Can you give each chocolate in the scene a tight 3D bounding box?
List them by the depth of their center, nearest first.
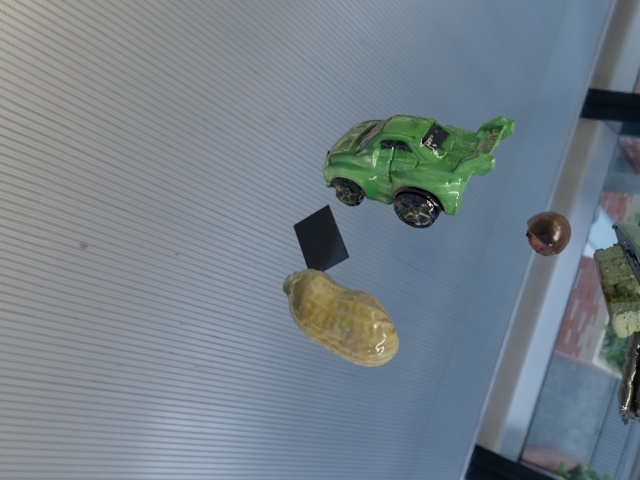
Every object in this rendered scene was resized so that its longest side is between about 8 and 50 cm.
[{"bbox_3d":[0.621,-0.015,1.415,0.133,0.124,0.127,-67,177,-72],"label":"chocolate"}]

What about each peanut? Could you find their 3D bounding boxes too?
[{"bbox_3d":[0.042,0.188,1.293,0.174,0.340,0.158,-65,164,-5],"label":"peanut"}]

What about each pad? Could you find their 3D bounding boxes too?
[{"bbox_3d":[0.000,0.000,1.896,0.170,0.245,0.006,-31,146,17],"label":"pad"}]

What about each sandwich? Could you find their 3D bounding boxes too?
[{"bbox_3d":[0.700,0.120,1.155,0.128,0.122,0.235,-37,110,-64],"label":"sandwich"}]

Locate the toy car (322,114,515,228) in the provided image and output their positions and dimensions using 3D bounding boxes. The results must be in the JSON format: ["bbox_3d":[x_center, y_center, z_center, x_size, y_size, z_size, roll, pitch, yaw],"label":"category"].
[{"bbox_3d":[0.183,-0.166,1.044,0.213,0.359,0.176,-52,147,-34],"label":"toy car"}]

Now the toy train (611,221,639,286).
[{"bbox_3d":[0.681,0.135,0.963,0.406,0.088,0.086,69,12,12],"label":"toy train"}]

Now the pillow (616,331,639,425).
[{"bbox_3d":[0.964,0.383,1.547,0.228,0.101,0.326,45,60,-48],"label":"pillow"}]
